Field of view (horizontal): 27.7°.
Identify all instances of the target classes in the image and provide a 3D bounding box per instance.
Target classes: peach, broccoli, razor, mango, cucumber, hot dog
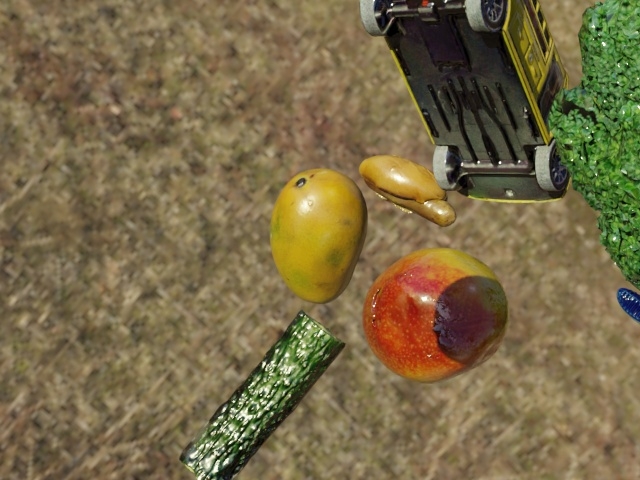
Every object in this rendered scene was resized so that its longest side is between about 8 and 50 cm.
[{"bbox_3d":[0.182,0.118,2.039,0.231,0.231,0.231,33,26,-19],"label":"peach"},{"bbox_3d":[0.291,-0.069,0.772,0.308,0.275,0.308,34,-7,5],"label":"broccoli"},{"bbox_3d":[0.319,0.084,1.178,0.044,0.028,0.154,-21,30,-18],"label":"razor"},{"bbox_3d":[-0.004,-0.002,1.442,0.111,0.163,0.089,4,23,-25],"label":"mango"},{"bbox_3d":[-0.053,0.148,1.174,0.058,0.187,0.058,39,7,-5],"label":"cucumber"},{"bbox_3d":[0.113,-0.064,1.649,0.140,0.060,0.090,24,-9,8],"label":"hot dog"}]

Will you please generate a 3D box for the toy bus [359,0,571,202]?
[{"bbox_3d":[0.169,-0.188,1.342,0.331,0.145,0.151,60,45,-40],"label":"toy bus"}]
